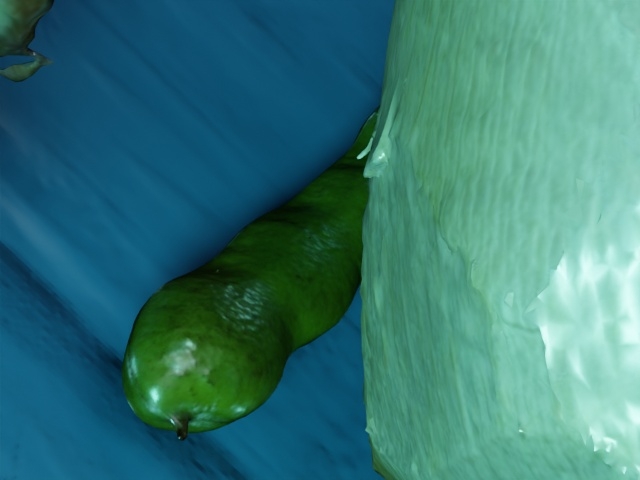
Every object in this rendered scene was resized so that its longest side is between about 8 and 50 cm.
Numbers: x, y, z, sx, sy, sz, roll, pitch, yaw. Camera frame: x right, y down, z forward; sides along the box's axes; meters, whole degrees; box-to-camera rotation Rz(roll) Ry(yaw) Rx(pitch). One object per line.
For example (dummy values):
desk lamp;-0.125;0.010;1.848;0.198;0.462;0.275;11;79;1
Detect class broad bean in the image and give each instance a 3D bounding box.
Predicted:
broad bean;0.000;0.001;0.724;0.052;0.052;0.256;21;38;19

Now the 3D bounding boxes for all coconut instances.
coconut;0.177;0.005;0.654;0.346;0.346;0.360;16;77;-31

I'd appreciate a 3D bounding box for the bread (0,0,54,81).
bread;-0.174;-0.151;0.592;0.244;0.190;0.123;35;46;-32
